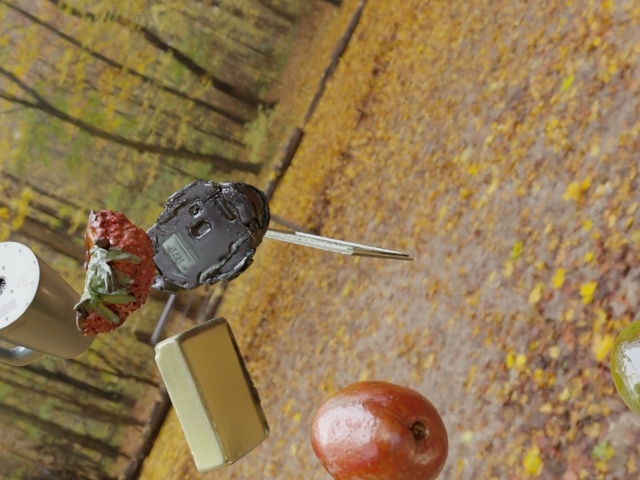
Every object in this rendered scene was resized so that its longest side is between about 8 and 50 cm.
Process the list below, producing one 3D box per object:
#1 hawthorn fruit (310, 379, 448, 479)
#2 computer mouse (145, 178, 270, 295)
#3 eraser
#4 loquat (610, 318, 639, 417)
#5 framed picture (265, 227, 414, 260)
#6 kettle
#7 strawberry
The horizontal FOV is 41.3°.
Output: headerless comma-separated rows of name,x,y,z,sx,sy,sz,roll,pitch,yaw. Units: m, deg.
hawthorn fruit,0.129,0.423,1.807,0.284,0.284,0.284,-62,10,19
computer mouse,-0.164,-0.006,1.218,0.241,0.146,0.077,-33,4,22
eraser,-0.137,0.192,1.081,0.058,0.172,0.117,-22,-1,26
loquat,0.541,0.204,1.355,0.195,0.152,0.152,-93,28,-53
framed picture,0.000,0.000,1.615,0.232,0.296,0.019,6,-85,-57
kettle,-0.521,0.139,1.497,0.210,0.160,0.243,-35,-30,-2
strawberry,-0.229,0.041,0.952,0.192,0.085,0.140,112,157,-46
